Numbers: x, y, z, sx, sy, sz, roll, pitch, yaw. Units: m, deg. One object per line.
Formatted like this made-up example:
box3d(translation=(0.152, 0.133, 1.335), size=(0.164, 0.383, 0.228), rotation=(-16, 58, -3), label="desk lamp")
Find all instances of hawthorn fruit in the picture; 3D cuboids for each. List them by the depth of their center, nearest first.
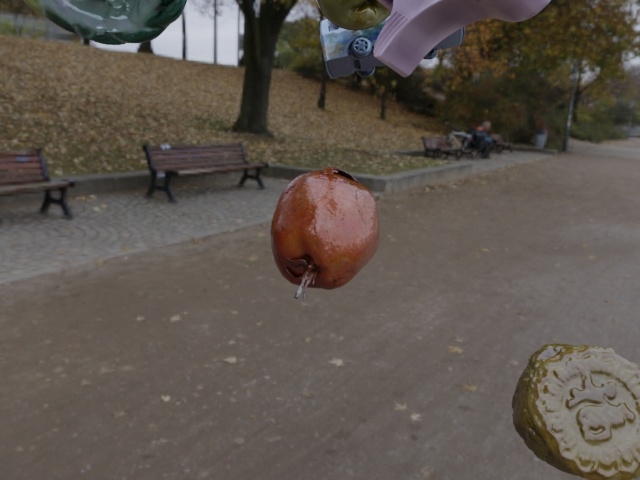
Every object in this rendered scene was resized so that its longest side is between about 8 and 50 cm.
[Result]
box3d(translation=(0.000, 0.000, 1.091), size=(0.211, 0.211, 0.299), rotation=(6, 36, 14), label="hawthorn fruit")

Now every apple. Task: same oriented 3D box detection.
box3d(translation=(0.073, -0.532, 1.208), size=(0.200, 0.200, 0.200), rotation=(3, 12, -1), label="apple")

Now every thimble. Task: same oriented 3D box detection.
box3d(translation=(-0.323, -0.432, 0.864), size=(0.288, 0.167, 0.254), rotation=(22, -36, -25), label="thimble")

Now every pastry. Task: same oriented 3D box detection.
box3d(translation=(0.198, 0.129, 0.450), size=(0.097, 0.109, 0.057), rotation=(-28, -26, -8), label="pastry")

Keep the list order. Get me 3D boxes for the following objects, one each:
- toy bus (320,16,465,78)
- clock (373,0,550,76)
box3d(translation=(0.165, -0.487, 1.406), size=(0.330, 0.136, 0.109), rotation=(-13, -15, 8), label="toy bus")
box3d(translation=(0.199, -0.380, 0.911), size=(0.080, 0.290, 0.275), rotation=(17, 31, -40), label="clock")
